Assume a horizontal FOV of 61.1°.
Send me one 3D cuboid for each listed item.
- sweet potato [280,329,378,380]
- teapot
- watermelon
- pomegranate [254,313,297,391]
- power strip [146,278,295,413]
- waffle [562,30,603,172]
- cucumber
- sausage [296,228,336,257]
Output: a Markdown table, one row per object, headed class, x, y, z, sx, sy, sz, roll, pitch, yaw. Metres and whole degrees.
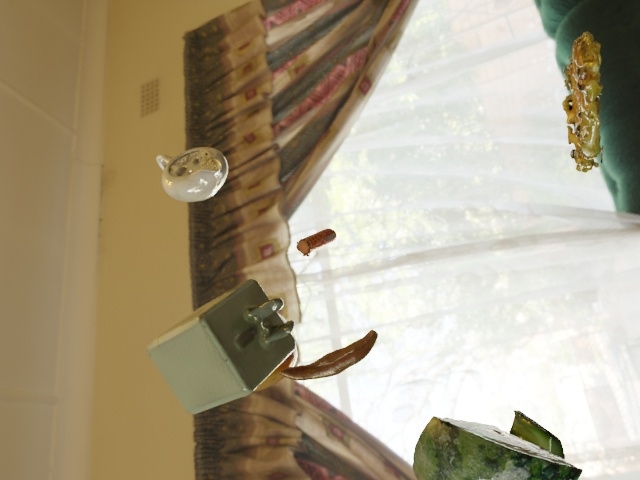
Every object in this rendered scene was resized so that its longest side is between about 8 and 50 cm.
| class | x | y | z | sx | sy | sz | roll | pitch | yaw |
| --- | --- | --- | --- | --- | --- | --- | --- | --- | --- |
| sweet potato | 0.030 | 0.294 | 1.314 | 0.058 | 0.255 | 0.078 | -118 | 10 | -46 |
| teapot | -0.274 | -0.142 | 1.163 | 0.145 | 0.226 | 0.092 | -50 | -42 | -31 |
| watermelon | 0.292 | 0.432 | 1.010 | 0.256 | 0.260 | 0.176 | 34 | -166 | 13 |
| pomegranate | -0.188 | 0.312 | 1.610 | 0.252 | 0.229 | 0.270 | 41 | -158 | 7 |
| power strip | -0.136 | 0.157 | 0.839 | 0.139 | 0.224 | 0.140 | 58 | -141 | -2 |
| waffle | 0.564 | -0.295 | 1.170 | 0.262 | 0.060 | 0.281 | 42 | -132 | -64 |
| cucumber | 0.460 | 0.516 | 1.270 | 0.130 | 0.191 | 0.191 | 25 | 146 | 57 |
| sausage | 0.000 | 0.000 | 1.381 | 0.145 | 0.050 | 0.048 | -23 | -48 | -50 |
